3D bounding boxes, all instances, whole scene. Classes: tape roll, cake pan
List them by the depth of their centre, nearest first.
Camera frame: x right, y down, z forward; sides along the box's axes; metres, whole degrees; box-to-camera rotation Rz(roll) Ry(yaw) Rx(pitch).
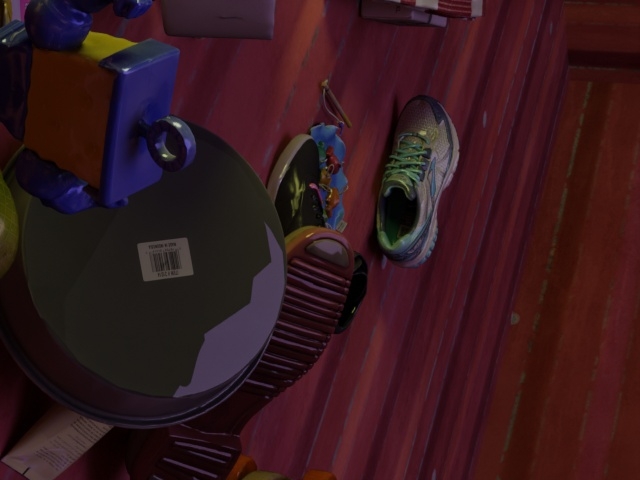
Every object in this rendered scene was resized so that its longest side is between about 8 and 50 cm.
[{"bbox_3d":[-0.150,0.017,1.338,0.293,0.054,0.293,7,76,-31],"label":"cake pan"},{"bbox_3d":[-0.086,-0.319,1.353,0.286,0.100,0.286,-178,-90,-87],"label":"tape roll"}]

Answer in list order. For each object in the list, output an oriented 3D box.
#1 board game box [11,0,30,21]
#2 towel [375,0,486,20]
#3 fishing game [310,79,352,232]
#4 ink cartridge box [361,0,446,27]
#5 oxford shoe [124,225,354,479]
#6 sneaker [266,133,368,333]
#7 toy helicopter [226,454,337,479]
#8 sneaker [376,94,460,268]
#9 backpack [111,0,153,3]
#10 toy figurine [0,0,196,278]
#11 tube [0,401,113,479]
[{"bbox_3d":[-0.266,-0.314,1.163,0.242,0.064,0.316,-6,101,-72],"label":"board game box"},{"bbox_3d":[0.133,-0.450,2.186,0.329,0.037,0.237,2,93,-46],"label":"towel"},{"bbox_3d":[0.011,-0.073,2.132,0.189,0.041,0.264,57,41,-58],"label":"fishing game"},{"bbox_3d":[0.133,-0.406,2.333,0.203,0.086,0.148,-10,103,-70],"label":"ink cartridge box"},{"bbox_3d":[-0.099,0.110,1.530,0.123,0.130,0.348,28,106,-36],"label":"oxford shoe"},{"bbox_3d":[0.000,0.000,1.943,0.104,0.147,0.295,60,38,-58],"label":"sneaker"},{"bbox_3d":[-0.082,0.449,1.844,0.235,0.140,0.355,-48,143,-58],"label":"toy helicopter"},{"bbox_3d":[0.150,-0.099,2.446,0.122,0.110,0.283,21,75,-68],"label":"sneaker"},{"bbox_3d":[-0.193,-0.272,1.350,0.084,0.105,0.114,-99,-174,-64],"label":"backpack"},{"bbox_3d":[-0.195,-0.066,1.060,0.191,0.217,0.362,-41,149,-57],"label":"toy figurine"},{"bbox_3d":[-0.190,0.131,1.408,0.240,0.062,0.070,-45,111,-7],"label":"tube"}]
